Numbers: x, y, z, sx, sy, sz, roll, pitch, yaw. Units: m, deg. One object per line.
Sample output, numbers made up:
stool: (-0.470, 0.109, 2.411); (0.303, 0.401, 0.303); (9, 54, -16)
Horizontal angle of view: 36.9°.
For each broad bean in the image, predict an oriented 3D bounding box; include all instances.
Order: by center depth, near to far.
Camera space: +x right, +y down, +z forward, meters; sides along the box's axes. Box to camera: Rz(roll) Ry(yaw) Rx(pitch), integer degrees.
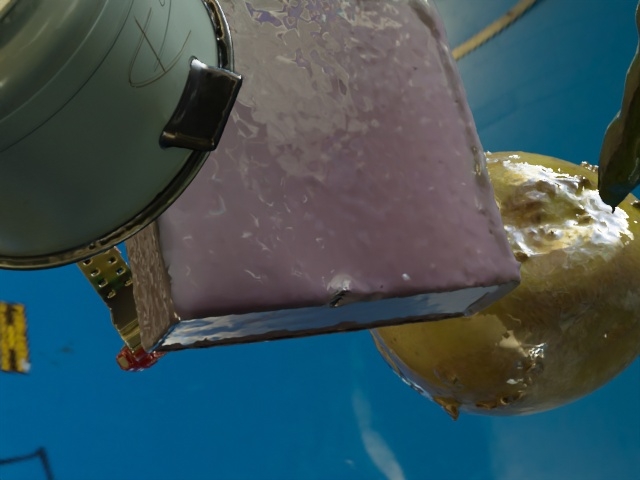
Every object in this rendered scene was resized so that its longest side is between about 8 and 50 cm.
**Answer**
broad bean: (0.294, -0.132, 0.875); (0.065, 0.046, 0.255); (-132, -144, -49)

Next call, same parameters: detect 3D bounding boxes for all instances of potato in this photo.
potato: (0.298, 0.062, 1.381); (0.442, 0.385, 0.319); (-29, -171, -11)

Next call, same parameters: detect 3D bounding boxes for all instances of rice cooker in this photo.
rice cooker: (-0.184, -0.116, 0.568); (0.280, 0.227, 0.241); (12, -107, 20)

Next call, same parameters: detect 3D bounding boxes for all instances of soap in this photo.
soap: (-0.014, -0.070, 0.765); (0.107, 0.296, 0.286); (-40, -124, 58)

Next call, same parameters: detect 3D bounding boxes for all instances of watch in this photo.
watch: (-0.250, 0.025, 1.094); (0.102, 0.268, 0.165); (-35, 171, -12)
